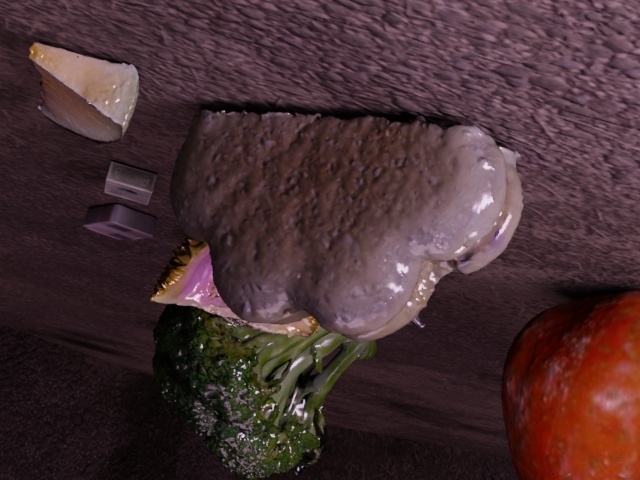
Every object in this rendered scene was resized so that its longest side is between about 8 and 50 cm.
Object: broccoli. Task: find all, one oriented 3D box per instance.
[{"bbox_3d":[-0.080,0.132,1.891,0.283,0.321,0.304,-24,151,2],"label":"broccoli"}]

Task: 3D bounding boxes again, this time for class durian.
[{"bbox_3d":[-0.088,0.038,1.719,0.182,0.132,0.165,8,175,14],"label":"durian"}]

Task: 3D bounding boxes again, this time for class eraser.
[{"bbox_3d":[-0.257,-0.023,1.896,0.065,0.026,0.105,18,168,-27],"label":"eraser"}]

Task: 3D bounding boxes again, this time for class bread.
[{"bbox_3d":[0.008,-0.012,1.242,0.337,0.183,0.102,7,174,38],"label":"bread"}]

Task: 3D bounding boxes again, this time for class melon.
[{"bbox_3d":[-0.210,-0.122,1.308,0.098,0.054,0.182,22,168,-4],"label":"melon"}]

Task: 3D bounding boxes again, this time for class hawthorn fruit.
[{"bbox_3d":[0.326,0.183,1.601,0.284,0.284,0.284,14,169,3],"label":"hawthorn fruit"}]

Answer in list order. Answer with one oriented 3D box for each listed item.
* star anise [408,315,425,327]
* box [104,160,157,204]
[{"bbox_3d":[0.003,0.001,1.467,0.212,0.129,0.283,24,175,-15],"label":"star anise"},{"bbox_3d":[-0.213,-0.064,1.653,0.054,0.024,0.083,18,169,-7],"label":"box"}]
